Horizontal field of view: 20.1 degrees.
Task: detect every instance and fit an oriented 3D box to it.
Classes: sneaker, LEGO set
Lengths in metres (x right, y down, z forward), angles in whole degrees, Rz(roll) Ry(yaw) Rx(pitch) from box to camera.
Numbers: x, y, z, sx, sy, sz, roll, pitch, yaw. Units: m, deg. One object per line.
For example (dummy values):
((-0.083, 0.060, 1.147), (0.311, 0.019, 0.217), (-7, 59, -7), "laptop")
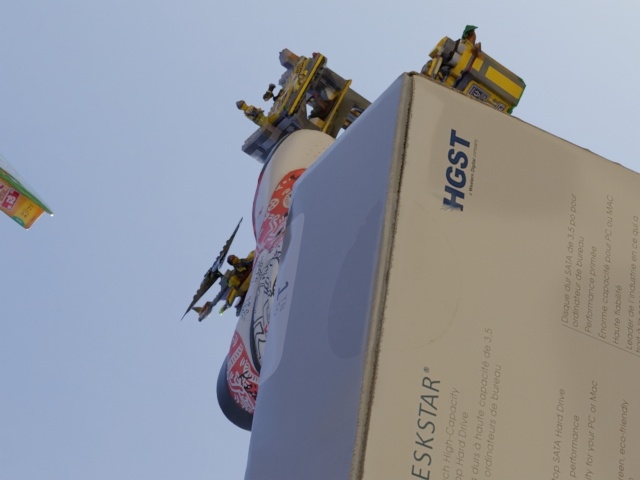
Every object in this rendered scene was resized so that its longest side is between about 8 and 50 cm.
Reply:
((0.001, 0.001, 1.324), (0.090, 0.145, 0.270), (22, -126, -12), "sneaker")
((0.010, -0.060, 1.572), (0.192, 0.331, 0.255), (34, 159, -11), "LEGO set")

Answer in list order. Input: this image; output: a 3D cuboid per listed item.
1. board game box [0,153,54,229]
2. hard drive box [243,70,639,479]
((-0.318, -0.091, 1.546), (0.124, 0.039, 0.259), (41, 176, -36), "board game box")
((0.098, 0.072, 0.629), (0.232, 0.089, 0.181), (23, -126, -19), "hard drive box")
